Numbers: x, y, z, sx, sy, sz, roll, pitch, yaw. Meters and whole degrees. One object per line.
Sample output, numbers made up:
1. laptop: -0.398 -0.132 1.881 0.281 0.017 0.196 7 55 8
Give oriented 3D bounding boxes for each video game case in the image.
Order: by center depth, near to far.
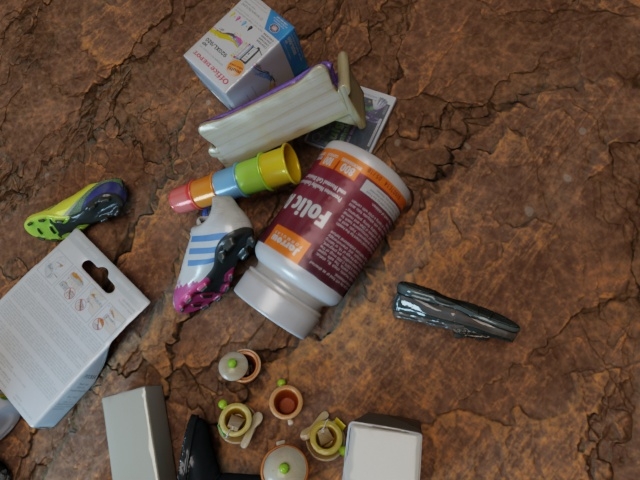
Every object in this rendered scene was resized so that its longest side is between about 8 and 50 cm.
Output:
1. video game case: 0.075 -0.301 1.287 0.173 0.022 0.190 23 81 15

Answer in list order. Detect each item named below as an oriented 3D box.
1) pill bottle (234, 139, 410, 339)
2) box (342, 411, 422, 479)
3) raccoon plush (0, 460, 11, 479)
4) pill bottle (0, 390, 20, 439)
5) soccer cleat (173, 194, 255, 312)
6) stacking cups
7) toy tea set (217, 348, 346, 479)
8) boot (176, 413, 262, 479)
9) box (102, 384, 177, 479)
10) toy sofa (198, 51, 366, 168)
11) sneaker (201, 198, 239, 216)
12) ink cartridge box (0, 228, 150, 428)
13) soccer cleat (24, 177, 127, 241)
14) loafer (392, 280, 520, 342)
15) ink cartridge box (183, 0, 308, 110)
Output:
1. pill bottle: 0.000 0.000 1.118 0.224 0.224 0.392 33 83 16
2. box: 0.121 0.405 0.946 0.121 0.311 0.148 5 77 12
3. raccoon plush: -0.816 0.636 1.069 0.216 0.299 0.446 -29 73 2
4. pill bottle: -0.854 0.373 1.229 0.245 0.136 0.136 33 84 17
5. soccer cleat: -0.253 0.034 1.161 0.331 0.116 0.143 -49 59 35
6. stacking cups: -0.205 -0.138 1.176 0.316 0.096 0.096 -12 74 19
7. toy tea set: -0.108 0.373 1.074 0.336 0.124 0.200 37 67 17
8. boot: -0.200 0.504 1.093 0.207 0.094 0.246 9 51 -11
9. box: -0.398 0.472 1.140 0.113 0.094 0.275 -15 73 6
10. toy sofa: -0.088 -0.296 1.170 0.362 0.177 0.150 -21 41 22
11. sneaker: -0.246 -0.047 1.262 0.087 0.083 0.221 -15 68 21
12. ink cartridge box: -0.636 0.208 1.267 0.308 0.091 0.385 39 80 18
13. soccer cleat: -0.634 -0.082 1.345 0.289 0.093 0.121 -19 43 10
14. loafer: 0.284 0.168 1.104 0.267 0.096 0.084 20 100 22
15. ink cartridge box: -0.184 -0.454 1.297 0.232 0.168 0.171 -45 73 -3
